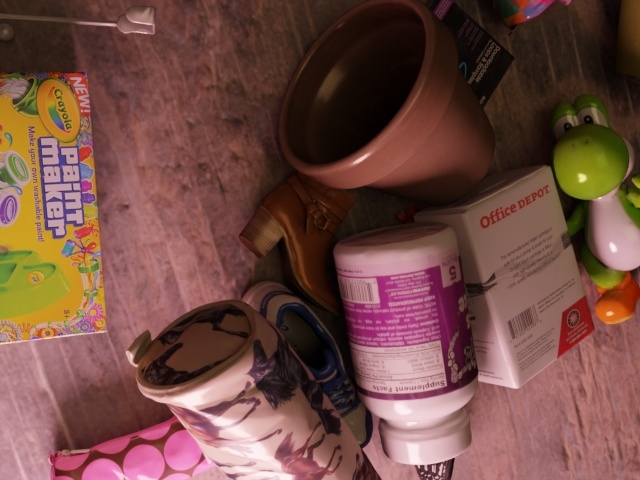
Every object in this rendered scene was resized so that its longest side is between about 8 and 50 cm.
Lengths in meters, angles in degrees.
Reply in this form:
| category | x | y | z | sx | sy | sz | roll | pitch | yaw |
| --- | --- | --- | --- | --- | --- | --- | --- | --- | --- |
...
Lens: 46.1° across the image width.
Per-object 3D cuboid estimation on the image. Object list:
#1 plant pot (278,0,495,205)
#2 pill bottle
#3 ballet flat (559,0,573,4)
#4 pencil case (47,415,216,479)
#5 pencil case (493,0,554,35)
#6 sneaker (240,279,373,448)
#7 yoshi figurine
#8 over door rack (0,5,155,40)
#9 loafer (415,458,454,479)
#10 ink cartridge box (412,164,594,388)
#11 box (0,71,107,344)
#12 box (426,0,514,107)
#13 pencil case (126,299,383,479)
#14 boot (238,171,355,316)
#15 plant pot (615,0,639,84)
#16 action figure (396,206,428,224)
| category | x | y | z | sx | sy | sz | roll | pitch | yaw |
| --- | --- | --- | --- | --- | --- | --- | --- | --- | --- |
| plant pot | 0.110 | -0.157 | 1.012 | 0.229 | 0.263 | 0.263 | 30 | 84 | -39 |
| pill bottle | 0.122 | 0.136 | 1.017 | 0.169 | 0.169 | 0.301 | -13 | 100 | -19 |
| ballet flat | 0.335 | -0.464 | 1.143 | 0.079 | 0.077 | 0.221 | -8 | 93 | -1 |
| pencil case | -0.244 | 0.286 | 0.984 | 0.210 | 0.095 | 0.098 | -17 | 100 | -20 |
| pencil case | 0.255 | -0.422 | 1.097 | 0.104 | 0.104 | 0.236 | -40 | 106 | -13 |
| sneaker | -0.010 | 0.192 | 1.040 | 0.112 | 0.131 | 0.296 | -39 | 108 | -15 |
| yoshi figurine | 0.439 | -0.041 | 1.153 | 0.204 | 0.203 | 0.362 | -28 | 101 | -9 |
| over door rack | -0.337 | -0.358 | 0.867 | 0.325 | 0.108 | 0.239 | 1 | 95 | 1 |
| loafer | 0.183 | 0.265 | 1.143 | 0.078 | 0.076 | 0.223 | -3 | 93 | -44 |
| ink cartridge box | 0.275 | 0.048 | 1.114 | 0.197 | 0.114 | 0.272 | -26 | 104 | -32 |
| box | -0.401 | -0.036 | 0.852 | 0.279 | 0.177 | 0.289 | -6 | 97 | -21 |
| box | 0.203 | -0.277 | 1.128 | 0.162 | 0.029 | 0.116 | 35 | 83 | -21 |
| pencil case | -0.064 | 0.251 | 0.947 | 0.184 | 0.159 | 0.410 | -18 | 123 | 21 |
| boot | 0.000 | 0.000 | 1.058 | 0.197 | 0.073 | 0.152 | 46 | 75 | -20 |
| plant pot | 0.580 | -0.375 | 1.152 | 0.275 | 0.275 | 0.293 | 14 | 104 | -21 |
| action figure | 0.168 | -0.031 | 1.139 | 0.115 | 0.030 | 0.038 | 6 | 98 | -18 |
